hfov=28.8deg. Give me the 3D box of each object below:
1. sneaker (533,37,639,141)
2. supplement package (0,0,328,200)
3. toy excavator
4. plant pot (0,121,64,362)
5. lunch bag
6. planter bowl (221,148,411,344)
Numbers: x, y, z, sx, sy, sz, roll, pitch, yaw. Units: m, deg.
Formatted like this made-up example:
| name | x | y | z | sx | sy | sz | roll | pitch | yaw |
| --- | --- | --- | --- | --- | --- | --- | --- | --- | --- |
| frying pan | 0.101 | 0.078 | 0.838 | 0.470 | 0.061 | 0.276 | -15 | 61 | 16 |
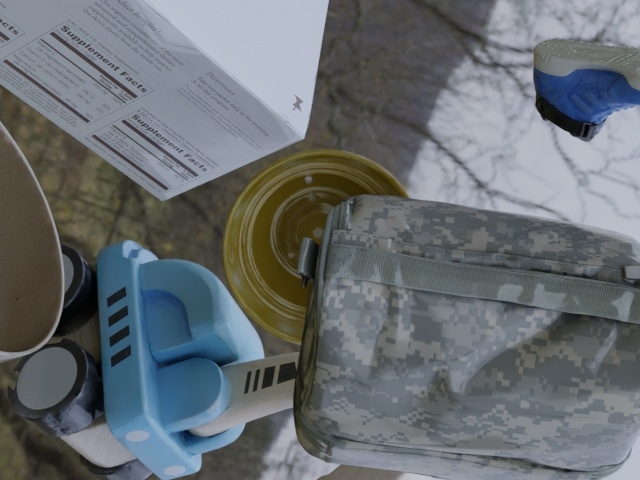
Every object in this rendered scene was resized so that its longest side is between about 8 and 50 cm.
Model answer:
| name | x | y | z | sx | sy | sz | roll | pitch | yaw |
| --- | --- | --- | --- | --- | --- | --- | --- | --- | --- |
| sneaker | 0.267 | -0.129 | 1.136 | 0.058 | 0.152 | 0.085 | -51 | 146 | -44 |
| supplement package | -0.132 | -0.193 | 0.844 | 0.145 | 0.262 | 0.204 | -20 | -133 | 36 |
| toy excavator | -0.121 | 0.164 | 1.481 | 0.222 | 0.445 | 0.433 | 59 | 16 | -52 |
| plant pot | -0.393 | 0.004 | 1.129 | 0.284 | 0.190 | 0.284 | 56 | 20 | -33 |
| lunch bag | 0.131 | 0.077 | 1.023 | 0.256 | 0.305 | 0.213 | 93 | 6 | -69 |
| planter bowl | 0.000 | 0.000 | 1.369 | 0.090 | 0.217 | 0.217 | -106 | -145 | -76 |
